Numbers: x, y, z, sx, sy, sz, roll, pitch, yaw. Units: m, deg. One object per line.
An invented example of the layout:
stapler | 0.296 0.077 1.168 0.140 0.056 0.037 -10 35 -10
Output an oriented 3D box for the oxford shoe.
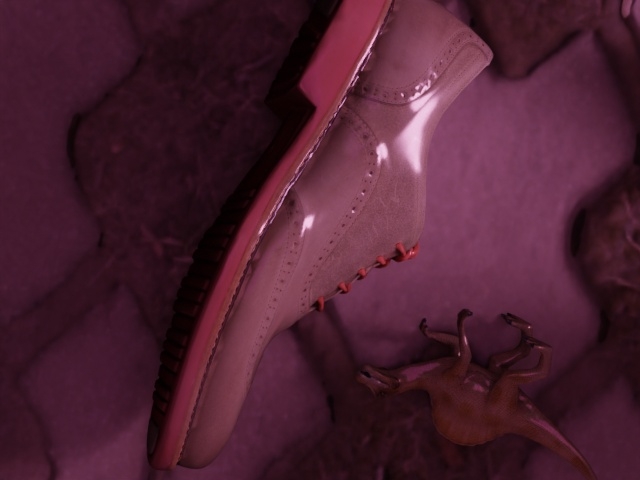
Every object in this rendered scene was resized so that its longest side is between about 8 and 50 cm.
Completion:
oxford shoe | 0.000 0.000 1.145 0.130 0.123 0.348 26 90 -13

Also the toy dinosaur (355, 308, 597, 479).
toy dinosaur | 0.118 0.100 1.206 0.183 0.053 0.093 23 105 0
